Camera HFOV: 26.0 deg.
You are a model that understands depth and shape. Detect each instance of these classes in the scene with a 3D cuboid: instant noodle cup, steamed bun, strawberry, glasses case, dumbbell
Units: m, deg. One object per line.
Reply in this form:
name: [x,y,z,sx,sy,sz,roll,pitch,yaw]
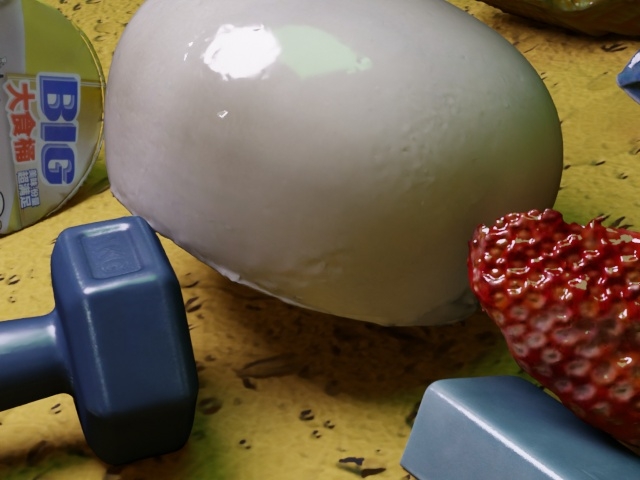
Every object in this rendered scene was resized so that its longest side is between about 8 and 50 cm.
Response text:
instant noodle cup: [-0.303,-0.119,1.152,0.205,0.205,0.153,-27,33,-33]
steamed bun: [0.012,-0.087,0.975,0.324,0.206,0.324,19,16,-5]
strawberry: [0.209,0.070,0.845,0.236,0.175,0.106,-1,54,10]
glasses case: [0.170,0.156,0.799,0.105,0.056,0.266,-25,38,-30]
dumbbell: [-0.240,0.087,0.860,0.316,0.156,0.143,-12,63,-14]

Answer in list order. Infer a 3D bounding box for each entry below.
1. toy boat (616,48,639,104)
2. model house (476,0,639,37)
toy boat: [0.415,-0.159,1.235,0.309,0.129,0.142,-7,4,-7]
model house: [0.263,-0.295,1.403,0.268,0.173,0.239,21,38,36]
